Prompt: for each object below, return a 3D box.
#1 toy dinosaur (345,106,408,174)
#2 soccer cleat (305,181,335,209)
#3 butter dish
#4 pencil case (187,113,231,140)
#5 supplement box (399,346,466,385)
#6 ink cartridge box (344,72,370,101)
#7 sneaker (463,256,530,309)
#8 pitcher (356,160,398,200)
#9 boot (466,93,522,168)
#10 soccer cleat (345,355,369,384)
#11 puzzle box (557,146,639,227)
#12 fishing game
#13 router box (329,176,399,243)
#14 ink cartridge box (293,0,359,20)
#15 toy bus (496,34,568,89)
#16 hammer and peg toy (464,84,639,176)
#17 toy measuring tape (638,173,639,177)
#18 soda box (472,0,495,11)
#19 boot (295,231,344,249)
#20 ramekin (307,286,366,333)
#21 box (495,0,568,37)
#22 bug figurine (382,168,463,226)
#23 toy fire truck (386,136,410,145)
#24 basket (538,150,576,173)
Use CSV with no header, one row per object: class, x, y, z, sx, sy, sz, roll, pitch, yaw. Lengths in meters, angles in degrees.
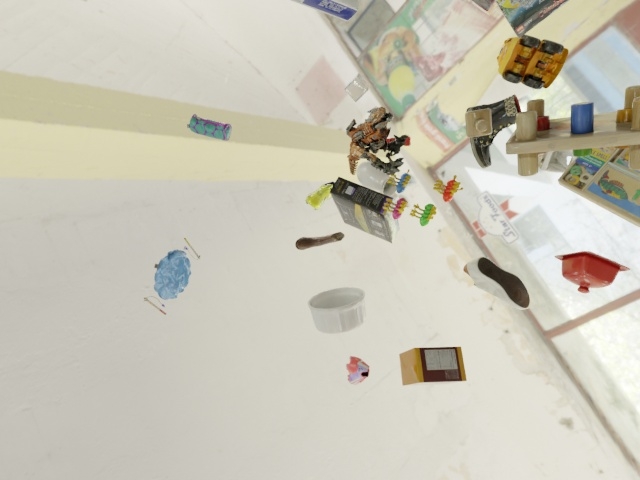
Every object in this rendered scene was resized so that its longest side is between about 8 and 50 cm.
toy dinosaur,0.181,-0.337,1.457,0.218,0.322,0.165,20,-98,-10
soccer cleat,0.008,-0.239,2.119,0.093,0.121,0.289,42,-154,0
butter dish,0.842,0.110,1.313,0.160,0.160,0.118,21,-99,-3
pencil case,-0.399,-0.409,1.505,0.151,0.070,0.065,17,-124,8
supplement box,0.440,0.502,1.653,0.194,0.191,0.129,1,-113,-8
ink cartridge box,0.190,-0.789,2.140,0.090,0.092,0.143,43,-152,-15
sneaker,0.687,0.168,1.631,0.290,0.123,0.106,39,-113,-7
pitcher,0.269,-0.271,1.925,0.207,0.125,0.178,43,176,40
boot,0.641,-0.395,1.515,0.085,0.178,0.237,-17,-85,-49
soccer cleat,0.163,0.550,1.716,0.095,0.248,0.083,20,-120,24
puzzle box,1.068,-0.207,1.389,0.052,0.272,0.409,24,-164,-50
fishing game,-0.534,0.122,1.488,0.189,0.041,0.264,67,-140,-56
router box,0.188,-0.117,1.700,0.242,0.081,0.309,25,168,22
ink cartridge box,-0.054,-0.726,0.969,0.323,0.071,0.331,4,-95,-27
toy bus,0.700,-0.645,1.455,0.220,0.150,0.212,3,-141,-19
hammer and peg toy,0.473,-0.216,0.854,0.266,0.361,0.128,-39,-57,-52
toy measuring tape,0.892,-0.209,1.028,0.121,0.121,0.330,61,-160,16
soda box,0.699,-1.007,1.729,0.083,0.092,0.263,39,-147,3
boot,0.000,0.000,1.177,0.106,0.114,0.037,-14,-86,-43
ramekin,0.086,0.331,1.971,0.277,0.277,0.135,-28,-70,-55
box,0.557,-0.643,1.021,0.044,0.233,0.159,11,-124,-46
bug figurine,0.353,-0.155,1.481,0.216,0.278,0.072,-58,-43,-15
toy fire truck,0.390,-0.503,2.127,0.192,0.135,0.047,-55,-38,-75
basket,1.007,-0.362,1.803,0.167,0.114,0.103,0,-154,-24
